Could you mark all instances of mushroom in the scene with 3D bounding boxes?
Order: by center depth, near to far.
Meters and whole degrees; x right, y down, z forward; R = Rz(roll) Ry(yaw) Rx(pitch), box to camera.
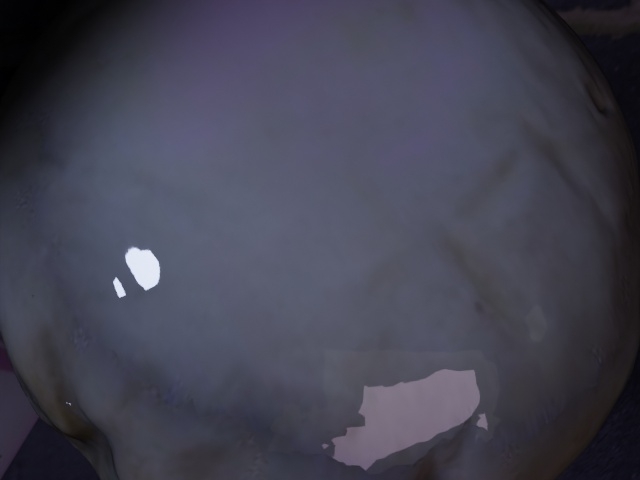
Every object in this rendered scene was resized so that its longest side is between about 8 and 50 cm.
[{"bbox_3d":[0.018,-0.015,0.734,0.356,0.315,0.315,-24,145,-59],"label":"mushroom"}]

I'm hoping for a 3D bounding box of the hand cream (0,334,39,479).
[{"bbox_3d":[-0.226,0.115,0.791,0.358,0.118,0.185,-57,146,7],"label":"hand cream"}]
